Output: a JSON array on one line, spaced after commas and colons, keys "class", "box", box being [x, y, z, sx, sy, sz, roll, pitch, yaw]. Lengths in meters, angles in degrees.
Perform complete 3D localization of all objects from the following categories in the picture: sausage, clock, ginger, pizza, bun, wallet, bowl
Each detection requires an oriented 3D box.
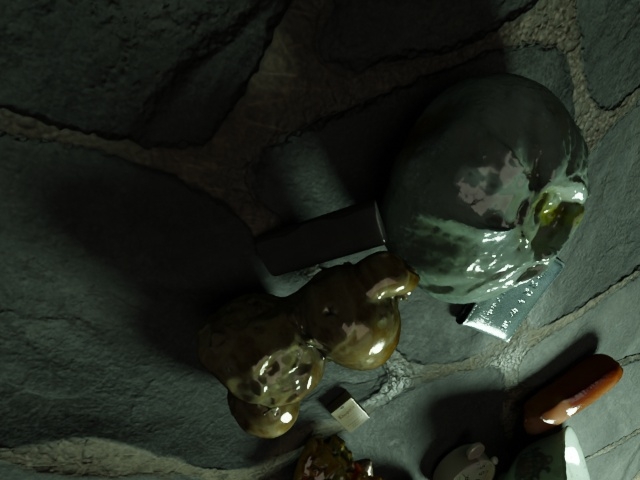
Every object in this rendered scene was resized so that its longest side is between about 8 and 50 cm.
[{"class": "sausage", "box": [0.633, 0.389, 1.033, 0.300, 0.083, 0.089, -30, 125, -4]}, {"class": "clock", "box": [0.360, 0.586, 1.022, 0.156, 0.063, 0.229, -4, 115, -23]}, {"class": "ginger", "box": [-0.014, 0.147, 0.620, 0.375, 0.176, 0.256, -34, 125, 7]}, {"class": "pizza", "box": [0.044, 0.491, 0.791, 0.226, 0.069, 0.147, 38, 76, 7]}, {"class": "bun", "box": [0.264, -0.067, 0.627, 0.362, 0.211, 0.361, -8, 113, -20]}, {"class": "wallet", "box": [0.398, 0.105, 0.849, 0.167, 0.036, 0.222, 24, 101, -28]}, {"class": "bowl", "box": [0.572, 0.703, 1.035, 0.196, 0.434, 0.434, -13, 126, 34]}]

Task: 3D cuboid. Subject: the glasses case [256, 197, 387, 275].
[{"class": "glasses case", "box": [0.001, -0.001, 0.607, 0.191, 0.042, 0.072, -17, 113, 17]}]

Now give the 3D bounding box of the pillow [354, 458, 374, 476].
[{"class": "pillow", "box": [0.029, 0.587, 0.879, 0.236, 0.084, 0.223, -25, 119, -8]}]

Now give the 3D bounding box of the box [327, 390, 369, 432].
[{"class": "box", "box": [0.057, 0.349, 0.826, 0.053, 0.024, 0.083, -37, 118, -4]}]
